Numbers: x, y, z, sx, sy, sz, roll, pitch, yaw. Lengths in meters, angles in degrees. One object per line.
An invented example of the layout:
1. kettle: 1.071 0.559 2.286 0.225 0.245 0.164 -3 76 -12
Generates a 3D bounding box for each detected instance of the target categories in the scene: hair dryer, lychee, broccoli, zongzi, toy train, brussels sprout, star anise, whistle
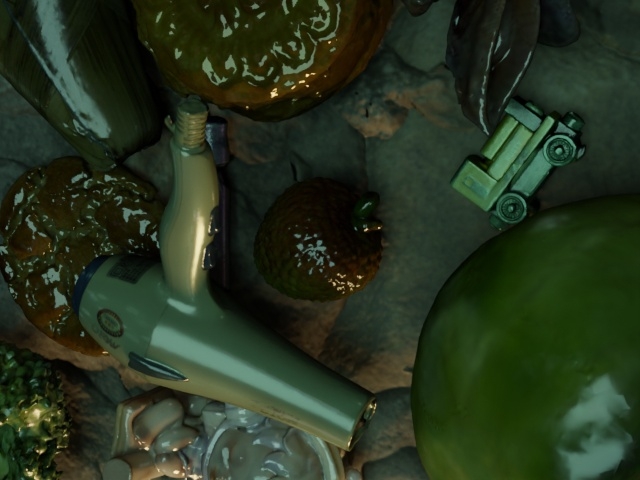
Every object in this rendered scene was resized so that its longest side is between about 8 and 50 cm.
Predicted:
1. hair dryer: -0.062 0.064 0.812 0.296 0.119 0.298 39 135 0
2. lychee: 0.000 0.000 0.846 0.146 0.114 0.114 -25 96 36
3. broccoli: -0.412 0.218 0.980 0.235 0.260 0.288 25 96 51
4. zongzi: -0.199 -0.209 0.845 0.221 0.112 0.242 45 119 4
5. toy train: 0.172 -0.068 0.808 0.081 0.050 0.122 38 114 13
6. brussels sprout: 0.227 0.132 0.716 0.344 0.268 0.344 0 98 -3
7. star anise: 0.114 -0.236 0.723 0.257 0.198 0.110 54 148 -15
8. whistle: -0.105 -0.033 0.913 0.033 0.033 0.176 6 107 16

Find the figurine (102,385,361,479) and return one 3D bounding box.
1. figurine: -0.081 0.219 0.915 0.236 0.141 0.163 15 104 13

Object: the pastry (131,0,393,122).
1. pastry: -0.056 -0.224 0.803 0.235 0.132 0.240 34 105 16

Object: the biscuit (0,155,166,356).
1. biscuit: -0.241 0.019 0.966 0.226 0.042 0.226 5 106 18
